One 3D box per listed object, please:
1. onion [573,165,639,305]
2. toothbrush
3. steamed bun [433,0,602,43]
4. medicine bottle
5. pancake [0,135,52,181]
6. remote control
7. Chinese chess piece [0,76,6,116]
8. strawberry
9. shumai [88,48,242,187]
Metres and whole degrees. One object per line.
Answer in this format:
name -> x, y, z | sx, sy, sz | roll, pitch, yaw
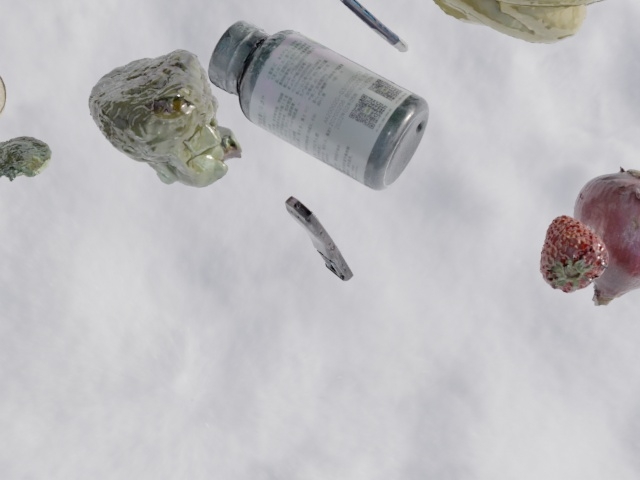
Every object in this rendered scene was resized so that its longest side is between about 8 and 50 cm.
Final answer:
onion -> 0.409, 0.002, 1.482 | 0.160, 0.159, 0.194 | 11, 104, -5
toothbrush -> 0.033, -0.304, 1.391 | 0.024, 0.288, 0.026 | 33, 92, 40
steamed bun -> 0.175, -0.364, 1.182 | 0.372, 0.325, 0.230 | 32, 97, -38
medicine bottle -> -0.008, -0.192, 1.496 | 0.293, 0.141, 0.141 | 30, 79, 14
pancake -> -0.480, -0.125, 1.709 | 0.130, 0.022, 0.116 | 0, 38, 11
remote control -> 0.000, 0.000, 1.683 | 0.028, 0.212, 0.059 | -43, 55, -5
Chinese chess piece -> -0.548, -0.225, 1.706 | 0.122, 0.051, 0.122 | 15, 65, -35
strawberry -> 0.266, 0.011, 1.165 | 0.074, 0.073, 0.083 | 9, 45, -5
shumai -> -0.248, -0.183, 1.796 | 0.189, 0.255, 0.218 | -20, 121, 14
